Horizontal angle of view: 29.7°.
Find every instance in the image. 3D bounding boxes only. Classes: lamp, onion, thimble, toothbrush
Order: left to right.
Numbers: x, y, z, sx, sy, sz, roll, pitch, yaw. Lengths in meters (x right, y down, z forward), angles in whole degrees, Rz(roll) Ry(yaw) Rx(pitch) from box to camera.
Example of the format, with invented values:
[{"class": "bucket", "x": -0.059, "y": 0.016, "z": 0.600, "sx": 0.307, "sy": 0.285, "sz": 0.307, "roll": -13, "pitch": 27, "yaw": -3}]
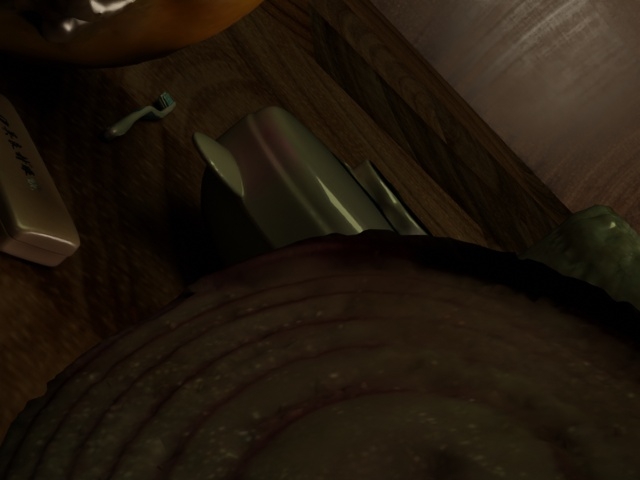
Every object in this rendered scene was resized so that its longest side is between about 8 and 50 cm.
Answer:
[{"class": "toothbrush", "x": -0.127, "y": -0.087, "z": 0.863, "sx": 0.017, "sy": 0.014, "sz": 0.162, "roll": 60, "pitch": 13, "yaw": -11}, {"class": "lamp", "x": -0.002, "y": 0.002, "z": 0.810, "sx": 0.179, "sy": 0.108, "sz": 0.246, "roll": 56, "pitch": 15, "yaw": 11}, {"class": "onion", "x": 0.032, "y": 0.142, "z": 0.382, "sx": 0.256, "sy": 0.272, "sz": 0.231, "roll": -89, "pitch": 161, "yaw": -60}, {"class": "thimble", "x": 0.301, "y": 0.109, "z": 1.224, "sx": 0.291, "sy": 0.195, "sz": 0.291, "roll": 44, "pitch": 17, "yaw": -17}]

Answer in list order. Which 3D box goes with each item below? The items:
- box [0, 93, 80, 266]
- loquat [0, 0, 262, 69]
[{"class": "box", "x": -0.163, "y": -0.038, "z": 0.619, "sx": 0.048, "sy": 0.025, "sz": 0.115, "roll": 28, "pitch": 25, "yaw": -56}, {"class": "loquat", "x": -0.132, "y": -0.264, "z": 0.702, "sx": 0.328, "sy": 0.328, "sz": 0.328, "roll": 44, "pitch": 16, "yaw": -16}]
